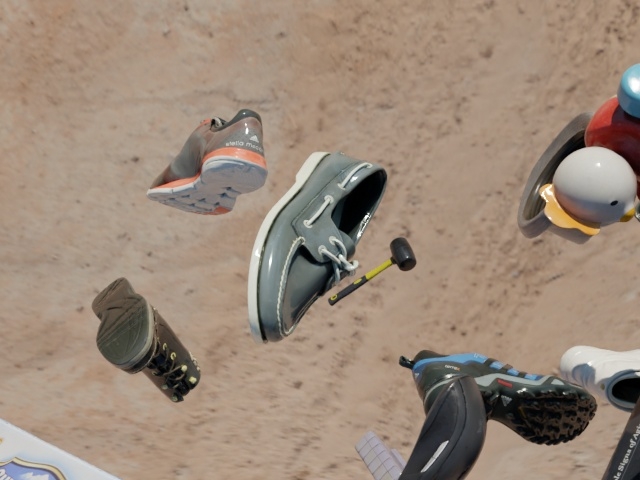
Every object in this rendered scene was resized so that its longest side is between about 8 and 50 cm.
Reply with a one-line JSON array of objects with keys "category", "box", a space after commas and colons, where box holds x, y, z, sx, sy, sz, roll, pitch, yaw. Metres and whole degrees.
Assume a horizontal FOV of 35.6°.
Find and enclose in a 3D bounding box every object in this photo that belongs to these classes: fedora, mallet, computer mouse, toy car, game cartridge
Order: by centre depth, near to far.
[{"category": "computer mouse", "box": [0.155, 0.302, 1.221, 0.060, 0.184, 0.262, 25, 80, 36]}, {"category": "toy car", "box": [0.415, -0.075, 1.377, 0.238, 0.219, 0.210, -39, 67, -16]}, {"category": "game cartridge", "box": [0.214, 0.493, 1.725, 0.068, 0.230, 0.355, -44, 103, -6]}, {"category": "fedora", "box": [0.461, -0.091, 1.764, 0.124, 0.275, 0.243, 33, 117, -5]}, {"category": "mallet", "box": [0.091, 0.059, 1.860, 0.190, 0.039, 0.062, -29, 45, 21]}]

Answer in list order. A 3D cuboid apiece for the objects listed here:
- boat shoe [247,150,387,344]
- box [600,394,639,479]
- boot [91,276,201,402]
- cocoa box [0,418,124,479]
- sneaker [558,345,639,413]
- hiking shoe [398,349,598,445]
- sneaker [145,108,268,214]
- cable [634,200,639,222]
[{"category": "boat shoe", "box": [0.000, 0.000, 1.178, 0.099, 0.116, 0.319, 5, 39, 18]}, {"category": "box", "box": [0.627, 0.329, 1.280, 0.297, 0.472, 0.480, 39, 67, -12]}, {"category": "boot", "box": [-0.226, 0.157, 1.372, 0.085, 0.236, 0.178, -39, 116, -4]}, {"category": "cocoa box", "box": [-0.186, 0.287, 0.658, 0.228, 0.347, 0.231, -47, 112, -24]}, {"category": "sneaker", "box": [0.579, 0.248, 1.714, 0.293, 0.169, 0.108, 2, 100, -19]}, {"category": "hiking shoe", "box": [0.273, 0.215, 1.470, 0.304, 0.132, 0.113, 13, 116, -26]}, {"category": "sneaker", "box": [-0.086, -0.063, 0.795, 0.061, 0.158, 0.064, 19, 70, -33]}, {"category": "cable", "box": [0.654, -0.073, 1.625, 0.287, 0.072, 0.139, 8, 85, 37]}]
